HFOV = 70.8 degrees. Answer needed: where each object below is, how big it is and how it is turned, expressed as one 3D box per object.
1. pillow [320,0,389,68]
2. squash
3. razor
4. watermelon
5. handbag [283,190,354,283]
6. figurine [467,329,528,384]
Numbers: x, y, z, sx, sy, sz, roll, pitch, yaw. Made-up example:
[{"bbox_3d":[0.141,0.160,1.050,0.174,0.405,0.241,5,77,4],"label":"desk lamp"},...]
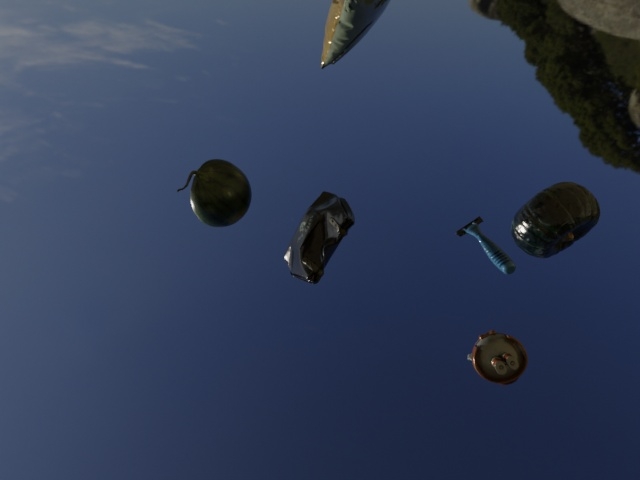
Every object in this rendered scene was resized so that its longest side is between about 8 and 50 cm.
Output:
[{"bbox_3d":[0.115,-0.635,1.166,0.119,0.312,0.310,33,-104,-2],"label":"pillow"},{"bbox_3d":[0.697,-0.061,1.347,0.252,0.252,0.165,-18,-119,-31],"label":"squash"},{"bbox_3d":[0.421,0.009,1.146,0.082,0.042,0.253,-35,-152,11],"label":"razor"},{"bbox_3d":[-0.289,-0.141,1.370,0.127,0.232,0.204,14,-120,30],"label":"watermelon"},{"bbox_3d":[0.000,0.000,1.578,0.152,0.342,0.288,29,-175,-19],"label":"handbag"},{"bbox_3d":[0.480,0.310,1.250,0.144,0.143,0.271,8,-168,2],"label":"figurine"}]
